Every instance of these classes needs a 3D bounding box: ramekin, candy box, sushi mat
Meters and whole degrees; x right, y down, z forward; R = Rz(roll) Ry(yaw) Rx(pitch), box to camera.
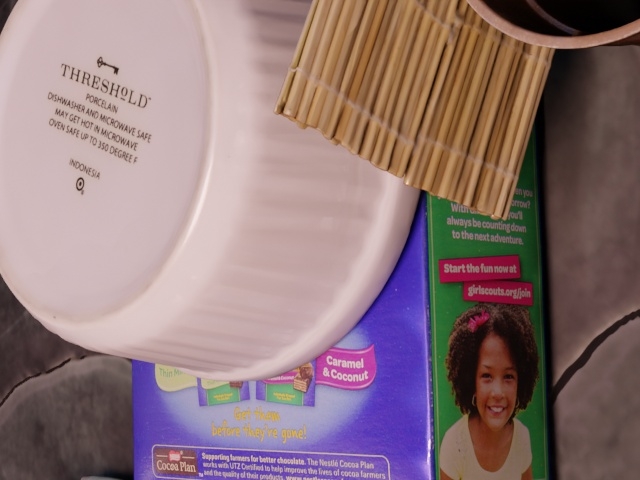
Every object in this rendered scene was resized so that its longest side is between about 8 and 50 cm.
[{"bbox_3d":[-0.084,-0.054,0.646,0.273,0.127,0.272,-4,84,43],"label":"ramekin"},{"bbox_3d":[0.000,0.000,0.734,0.268,0.122,0.317,-7,83,43],"label":"candy box"},{"bbox_3d":[0.084,-0.177,0.594,0.019,0.151,0.316,5,74,54],"label":"sushi mat"}]

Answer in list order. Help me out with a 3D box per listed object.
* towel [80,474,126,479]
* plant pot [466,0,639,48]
[{"bbox_3d":[-0.090,0.348,0.822,0.375,0.090,0.320,-2,89,43],"label":"towel"},{"bbox_3d":[0.172,-0.161,0.555,0.167,0.165,0.166,-4,83,42],"label":"plant pot"}]
